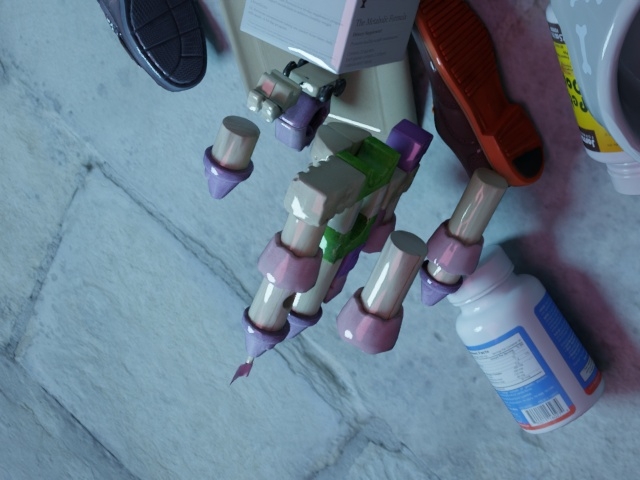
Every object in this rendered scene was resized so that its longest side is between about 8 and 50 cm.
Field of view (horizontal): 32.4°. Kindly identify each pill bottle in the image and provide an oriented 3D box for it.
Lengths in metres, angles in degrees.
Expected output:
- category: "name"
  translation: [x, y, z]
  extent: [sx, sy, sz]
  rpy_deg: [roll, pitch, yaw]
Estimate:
- category: "pill bottle"
  translation: [0.314, -0.160, 1.132]
  extent: [0.117, 0.117, 0.215]
  rpy_deg: [-5, 115, 40]
- category: "pill bottle"
  translation: [0.246, 0.119, 1.374]
  extent: [0.124, 0.124, 0.221]
  rpy_deg: [-26, 100, 45]

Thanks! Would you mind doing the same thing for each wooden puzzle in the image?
- category: "wooden puzzle"
  translation: [0.001, -0.227, 1.349]
  extent: [0.238, 0.044, 0.221]
  rpy_deg: [16, 147, 24]

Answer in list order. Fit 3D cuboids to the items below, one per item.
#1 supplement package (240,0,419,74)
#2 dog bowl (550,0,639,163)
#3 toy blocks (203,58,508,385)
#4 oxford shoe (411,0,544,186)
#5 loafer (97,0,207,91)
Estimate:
- category: "supplement package"
  translation: [0.031, -0.313, 1.126]
  extent: [0.134, 0.139, 0.244]
  rpy_deg: [28, 119, 25]
- category: "dog bowl"
  translation: [0.377, -0.189, 0.940]
  extent: [0.348, 0.102, 0.349]
  rpy_deg: [-3, 135, -3]
- category: "toy blocks"
  translation: [0.000, 0.000, 1.248]
  extent: [0.309, 0.288, 0.260]
  rpy_deg: [34, 124, 16]
- category: "oxford shoe"
  translation: [0.152, -0.173, 1.267]
  extent: [0.098, 0.097, 0.271]
  rpy_deg: [-14, 109, 50]
- category: "loafer"
  translation: [-0.249, -0.332, 1.474]
  extent: [0.303, 0.109, 0.095]
  rpy_deg: [62, 154, -5]
